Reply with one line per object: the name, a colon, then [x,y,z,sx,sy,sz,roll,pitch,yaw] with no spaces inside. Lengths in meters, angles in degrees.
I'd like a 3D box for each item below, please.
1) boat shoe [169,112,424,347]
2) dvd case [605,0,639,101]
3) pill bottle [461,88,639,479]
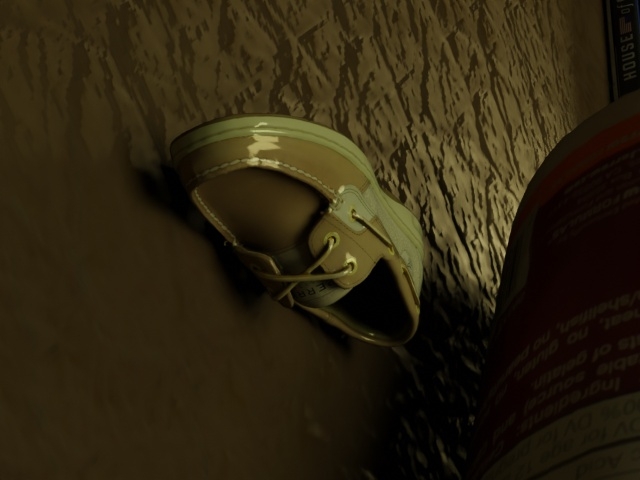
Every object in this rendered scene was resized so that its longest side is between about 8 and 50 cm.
boat shoe: [0.000,0.000,0.487,0.135,0.050,0.045,30,45,-54]
dvd case: [0.236,-0.104,1.006,0.179,0.029,0.239,42,42,-47]
pill bottle: [0.152,0.131,0.513,0.224,0.224,0.392,57,32,-30]
